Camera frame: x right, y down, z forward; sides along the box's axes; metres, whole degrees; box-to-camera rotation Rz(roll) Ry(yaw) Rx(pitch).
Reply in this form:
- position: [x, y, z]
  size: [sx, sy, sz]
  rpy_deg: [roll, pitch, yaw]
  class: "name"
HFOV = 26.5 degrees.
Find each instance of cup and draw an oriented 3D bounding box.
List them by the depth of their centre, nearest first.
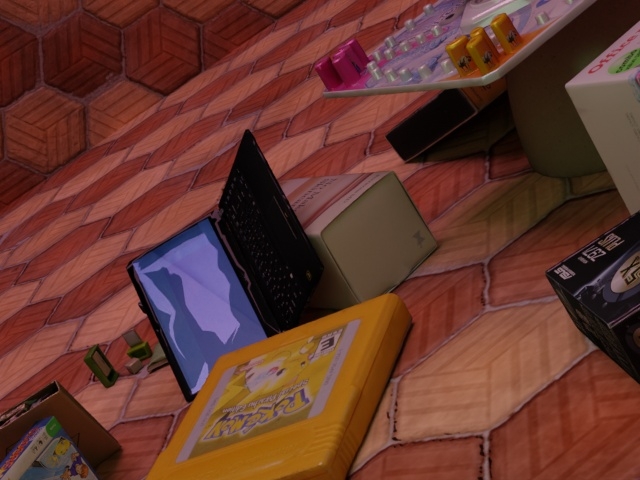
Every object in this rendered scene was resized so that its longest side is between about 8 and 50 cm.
- position: [0.370, -0.272, 1.782]
  size: [0.331, 0.237, 0.331]
  rpy_deg: [-29, 18, 10]
  class: "cup"

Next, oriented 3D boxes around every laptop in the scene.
- position: [-0.132, 0.034, 1.774]
  size: [0.136, 0.234, 0.264]
  rpy_deg: [-14, -30, -28]
  class: "laptop"

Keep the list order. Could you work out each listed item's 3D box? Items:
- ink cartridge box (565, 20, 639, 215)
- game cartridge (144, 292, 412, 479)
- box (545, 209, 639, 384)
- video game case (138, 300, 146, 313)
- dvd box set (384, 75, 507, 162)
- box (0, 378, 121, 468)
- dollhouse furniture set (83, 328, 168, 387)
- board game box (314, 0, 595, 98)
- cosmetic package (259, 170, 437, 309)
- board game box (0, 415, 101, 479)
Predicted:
- position: [0.435, -0.138, 1.381]
  size: [0.198, 0.197, 0.270]
  rpy_deg: [-40, 20, -23]
  class: "ink cartridge box"
- position: [-0.057, 0.201, 1.552]
  size: [0.285, 0.053, 0.324]
  rpy_deg: [-23, 19, 28]
  class: "game cartridge"
- position: [0.319, 0.044, 1.293]
  size: [0.147, 0.078, 0.180]
  rpy_deg: [-33, 18, 0]
  class: "box"
- position: [-0.138, 0.039, 2.125]
  size: [0.274, 0.026, 0.196]
  rpy_deg: [-39, 23, -22]
  class: "video game case"
- position: [0.312, -0.294, 2.090]
  size: [0.420, 0.062, 0.307]
  rpy_deg: [-39, 2, -19]
  class: "dvd box set"
- position: [-0.355, 0.263, 1.693]
  size: [0.164, 0.201, 0.021]
  rpy_deg: [-33, 57, -4]
  class: "box"
- position: [-0.269, 0.159, 2.000]
  size: [0.151, 0.059, 0.076]
  rpy_deg: [-25, 20, 22]
  class: "dollhouse furniture set"
- position: [0.220, -0.308, 1.660]
  size: [0.390, 0.050, 0.390]
  rpy_deg: [-40, 20, -20]
  class: "board game box"
- position: [0.000, 0.000, 1.855]
  size: [0.153, 0.129, 0.296]
  rpy_deg: [-41, 20, -26]
  class: "cosmetic package"
- position: [-0.331, 0.318, 1.562]
  size: [0.035, 0.136, 0.201]
  rpy_deg: [-19, 23, 34]
  class: "board game box"
